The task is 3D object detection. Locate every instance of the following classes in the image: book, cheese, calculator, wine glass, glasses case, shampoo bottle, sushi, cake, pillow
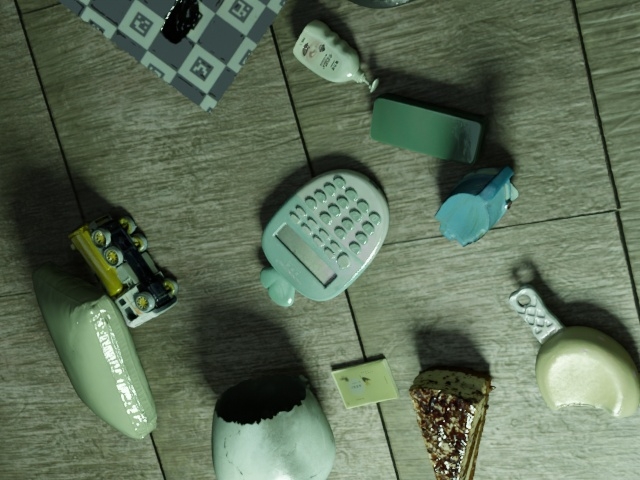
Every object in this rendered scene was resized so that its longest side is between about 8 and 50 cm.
[{"bbox_3d":[0.080,0.259,2.022,0.111,0.014,0.077,-17,100,28],"label":"book"},{"bbox_3d":[0.414,0.175,1.812,0.163,0.071,0.249,-16,100,28],"label":"cheese"},{"bbox_3d":[0.000,0.000,1.954,0.184,0.042,0.295,46,117,3],"label":"calculator"},{"bbox_3d":[-0.071,0.416,2.030,0.238,0.238,0.323,-1,116,25],"label":"wine glass"},{"bbox_3d":[0.174,-0.181,1.811,0.184,0.039,0.078,17,114,18],"label":"glasses case"},{"bbox_3d":[0.031,-0.290,1.835,0.152,0.045,0.077,38,118,7],"label":"shampoo bottle"},{"bbox_3d":[-0.221,-0.456,1.870,0.343,0.064,0.359,36,112,-4],"label":"sushi"},{"bbox_3d":[0.207,0.335,1.940,0.135,0.112,0.246,19,118,21],"label":"cake"},{"bbox_3d":[-0.425,0.206,2.114,0.255,0.120,0.322,25,139,48],"label":"pillow"}]

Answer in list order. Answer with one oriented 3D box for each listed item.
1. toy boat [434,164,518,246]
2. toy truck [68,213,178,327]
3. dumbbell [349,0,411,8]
[{"bbox_3d":[0.255,-0.069,1.772,0.088,0.102,0.215,44,159,4],"label":"toy boat"},{"bbox_3d":[-0.373,0.053,2.109,0.114,0.098,0.227,-35,89,33],"label":"toy truck"},{"bbox_3d":[0.133,-0.445,1.574,0.203,0.322,0.204,8,111,21],"label":"dumbbell"}]
